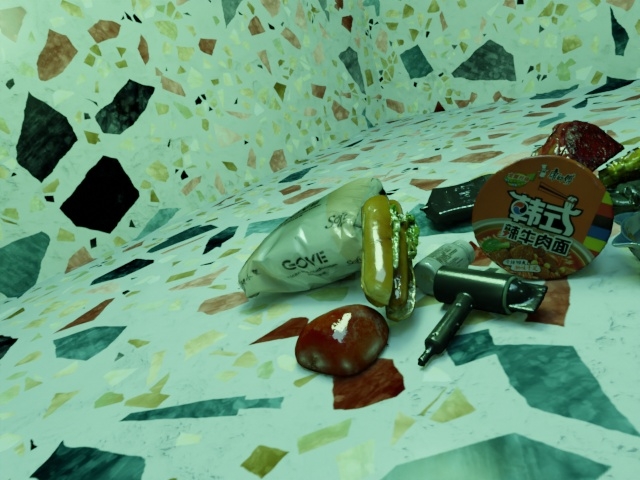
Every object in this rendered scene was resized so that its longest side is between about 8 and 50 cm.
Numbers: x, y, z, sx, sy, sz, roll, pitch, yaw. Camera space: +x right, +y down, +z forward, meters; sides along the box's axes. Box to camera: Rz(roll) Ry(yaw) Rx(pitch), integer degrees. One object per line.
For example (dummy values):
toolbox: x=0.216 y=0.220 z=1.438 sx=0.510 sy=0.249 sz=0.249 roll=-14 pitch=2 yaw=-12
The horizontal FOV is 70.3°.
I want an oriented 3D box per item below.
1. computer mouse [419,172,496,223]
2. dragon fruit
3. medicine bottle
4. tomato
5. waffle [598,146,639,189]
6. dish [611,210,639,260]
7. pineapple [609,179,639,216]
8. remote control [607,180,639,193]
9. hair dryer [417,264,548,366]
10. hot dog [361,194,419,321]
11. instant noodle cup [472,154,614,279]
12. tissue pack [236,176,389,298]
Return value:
computer mouse: x=0.417 y=-0.105 z=1.301 sx=0.263 sy=0.088 sz=0.147 roll=-11 pitch=37 yaw=14
dragon fruit: x=0.618 y=-0.202 z=1.199 sx=0.316 sy=0.152 sz=0.205 roll=-26 pitch=-15 yaw=-38
medicine bottle: x=0.273 y=0.054 z=0.996 sx=0.140 sy=0.079 sz=0.079 roll=-29 pitch=23 yaw=-32
tomato: x=0.039 y=0.171 z=0.866 sx=0.166 sy=0.082 sz=0.174 roll=2 pitch=29 yaw=42
waffle: x=0.826 y=-0.193 z=1.122 sx=0.237 sy=0.059 sz=0.243 roll=2 pitch=-22 yaw=-44
dish: x=0.642 y=0.014 z=0.805 sx=0.227 sy=0.086 sz=0.236 roll=-18 pitch=20 yaw=-1
pineapple: x=0.741 y=-0.084 z=0.976 sx=0.119 sy=0.111 sz=0.237 roll=2 pitch=2 yaw=-32
remote control: x=0.710 y=-0.102 z=1.123 sx=0.221 sy=0.042 sz=0.072 roll=-18 pitch=18 yaw=-3
hair dryer: x=0.262 y=0.144 z=0.809 sx=0.195 sy=0.078 sz=0.248 roll=6 pitch=39 yaw=46
hot dog: x=0.149 y=0.013 z=0.965 sx=0.100 sy=0.135 sz=0.338 roll=-32 pitch=32 yaw=30
instant noodle cup: x=0.459 y=-0.063 z=0.961 sx=0.250 sy=0.251 sz=0.192 roll=-6 pitch=12 yaw=25
tissue pack: x=0.000 y=0.000 z=1.219 sx=0.375 sy=0.195 sz=0.390 roll=-22 pitch=16 yaw=23
